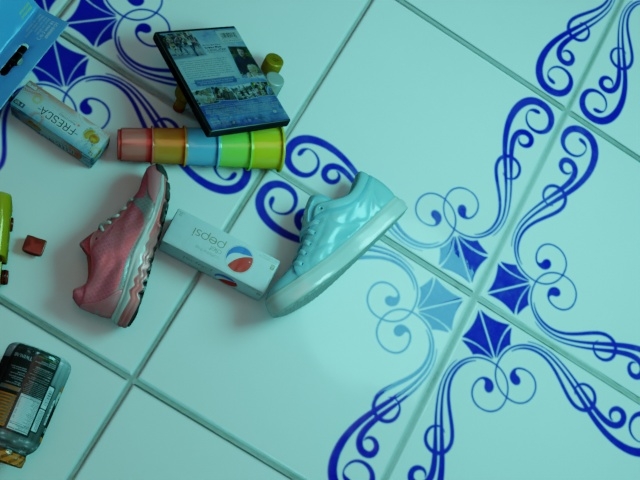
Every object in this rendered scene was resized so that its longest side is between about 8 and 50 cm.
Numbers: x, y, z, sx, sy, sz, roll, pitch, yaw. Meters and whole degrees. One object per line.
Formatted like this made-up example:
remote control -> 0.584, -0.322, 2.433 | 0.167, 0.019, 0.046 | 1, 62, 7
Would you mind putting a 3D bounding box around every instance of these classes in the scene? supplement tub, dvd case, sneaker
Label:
supplement tub -> -0.506, 0.277, 1.647 | 0.117, 0.117, 0.190 | 23, 70, -9
dvd case -> -0.188, -0.305, 1.851 | 0.180, 0.022, 0.253 | -13, 62, -34
sneaker -> -0.360, -0.007, 1.774 | 0.136, 0.116, 0.314 | 16, 71, -10
sneaker -> 0.000, 0.000, 1.878 | 0.150, 0.135, 0.366 | 45, 58, 7

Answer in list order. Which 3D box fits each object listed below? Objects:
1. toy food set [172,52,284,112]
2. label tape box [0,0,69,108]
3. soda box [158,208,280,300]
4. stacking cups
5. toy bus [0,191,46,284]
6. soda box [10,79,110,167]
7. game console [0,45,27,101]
toy food set -> -0.171, -0.293, 1.940 | 0.232, 0.104, 0.111 | -21, 67, -39
label tape box -> -0.665, -0.405, 1.760 | 0.333, 0.106, 0.241 | 26, 68, 11
soda box -> -0.190, 0.028, 1.837 | 0.216, 0.069, 0.074 | 28, 69, -6
stacking cups -> -0.228, -0.187, 1.876 | 0.316, 0.096, 0.096 | 3, 74, -15
toy bus -> -0.592, 0.008, 1.707 | 0.202, 0.104, 0.191 | 46, 68, 1
soda box -> -0.484, -0.216, 1.828 | 0.183, 0.058, 0.063 | 35, 69, -3
game console -> -0.617, -0.318, 1.822 | 0.122, 0.071, 0.107 | 7, 33, 1
